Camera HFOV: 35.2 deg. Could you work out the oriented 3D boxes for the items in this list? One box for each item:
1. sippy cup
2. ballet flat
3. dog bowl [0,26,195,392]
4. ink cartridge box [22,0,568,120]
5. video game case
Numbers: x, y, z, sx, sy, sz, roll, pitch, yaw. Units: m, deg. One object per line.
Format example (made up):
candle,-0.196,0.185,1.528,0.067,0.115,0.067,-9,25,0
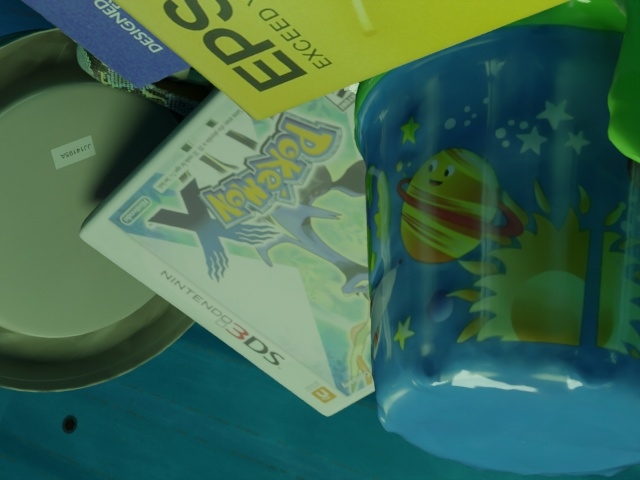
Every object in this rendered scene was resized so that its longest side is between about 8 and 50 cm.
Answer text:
sippy cup,0.124,0.009,0.584,0.240,0.224,0.305,-7,148,25
ballet flat,-0.110,-0.141,0.853,0.188,0.070,0.070,11,176,-33
dog bowl,-0.237,-0.036,0.940,0.349,0.349,0.102,30,180,-43
ink cartridge box,-0.059,-0.156,0.327,0.307,0.072,0.303,-19,143,31
video game case,0.000,0.000,0.834,0.300,0.036,0.329,38,131,-17
